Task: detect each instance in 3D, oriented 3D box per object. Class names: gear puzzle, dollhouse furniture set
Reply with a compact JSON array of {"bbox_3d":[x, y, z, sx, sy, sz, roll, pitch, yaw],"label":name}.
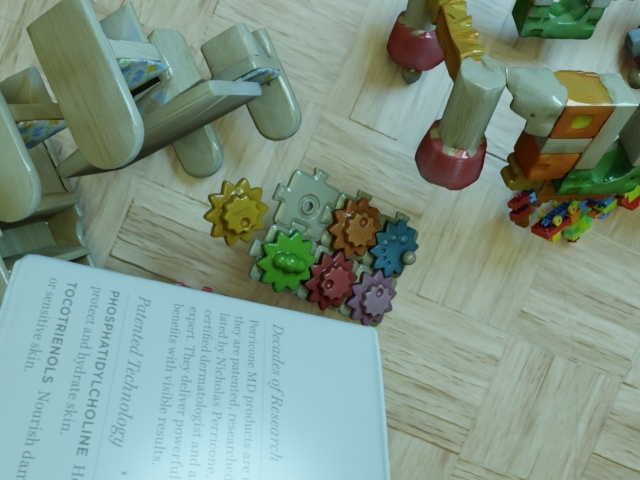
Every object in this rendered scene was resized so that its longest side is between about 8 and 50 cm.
[{"bbox_3d":[0.000,0.000,0.884,0.338,0.044,0.176,25,89,-33],"label":"gear puzzle"},{"bbox_3d":[-0.241,-0.063,0.783,0.394,0.362,0.257,-22,94,23],"label":"dollhouse furniture set"}]

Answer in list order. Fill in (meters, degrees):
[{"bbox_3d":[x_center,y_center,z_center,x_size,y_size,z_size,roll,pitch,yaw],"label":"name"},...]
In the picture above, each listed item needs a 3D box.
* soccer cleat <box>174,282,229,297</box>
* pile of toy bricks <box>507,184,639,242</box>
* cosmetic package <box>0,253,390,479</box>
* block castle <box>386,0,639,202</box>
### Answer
[{"bbox_3d":[-0.126,0.133,0.932,0.248,0.083,0.095,19,95,-9],"label":"soccer cleat"},{"bbox_3d":[0.378,-0.046,0.977,0.212,0.118,0.105,-32,124,-20],"label":"pile of toy bricks"},{"bbox_3d":[-0.171,0.270,0.711,0.393,0.329,0.328,14,49,-20],"label":"cosmetic package"},{"bbox_3d":[0.335,-0.210,0.868,0.453,0.213,0.303,-2,56,-9],"label":"block castle"}]
